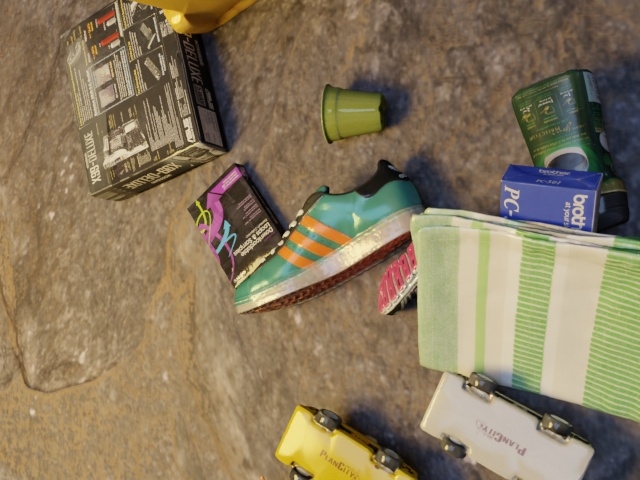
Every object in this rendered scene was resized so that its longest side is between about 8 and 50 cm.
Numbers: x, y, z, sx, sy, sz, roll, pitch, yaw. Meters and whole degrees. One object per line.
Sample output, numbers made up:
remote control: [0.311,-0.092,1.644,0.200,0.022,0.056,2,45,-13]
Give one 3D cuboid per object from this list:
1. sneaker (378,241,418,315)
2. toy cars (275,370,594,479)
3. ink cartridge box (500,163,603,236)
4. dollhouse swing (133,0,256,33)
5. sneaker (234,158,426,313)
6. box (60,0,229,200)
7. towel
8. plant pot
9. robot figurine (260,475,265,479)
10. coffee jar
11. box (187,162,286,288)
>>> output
sneaker: [0.137,0.045,0.832,0.170,0.074,0.063,-56,25,34]
toy cars: [0.134,0.263,0.813,0.393,0.087,0.176,-18,77,22]
ink cartridge box: [0.254,0.020,0.724,0.097,0.046,0.207,10,126,27]
dollhouse swing: [-0.138,-0.492,0.876,0.346,0.305,0.315,-26,76,25]
sneaker: [0.000,0.000,0.889,0.302,0.108,0.121,-29,73,15]
box: [-0.301,-0.249,1.072,0.242,0.076,0.307,-21,77,25]
towel: [0.260,0.090,0.712,0.324,0.038,0.248,10,126,27]
plant pot: [0.049,-0.176,0.890,0.079,0.083,0.083,2,88,16]
robot figurine: [-0.052,0.430,0.871,0.158,0.128,0.219,7,90,35]
coffee jar: [0.292,-0.097,0.750,0.096,0.079,0.184,-17,79,34]
box: [-0.126,-0.022,0.994,0.116,0.029,0.162,-41,71,19]
